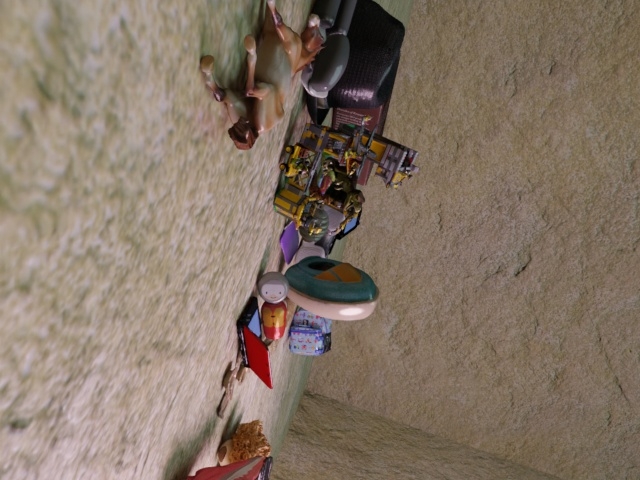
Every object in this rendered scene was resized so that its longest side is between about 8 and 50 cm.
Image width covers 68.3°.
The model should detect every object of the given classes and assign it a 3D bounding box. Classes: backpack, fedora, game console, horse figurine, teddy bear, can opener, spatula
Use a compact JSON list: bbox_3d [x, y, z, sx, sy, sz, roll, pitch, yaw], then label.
[{"bbox_3d":[-0.038,0.325,1.745,0.117,0.158,0.173,-4,98,-64],"label":"backpack"},{"bbox_3d":[0.088,-0.383,0.990,0.334,0.152,0.334,17,90,-83],"label":"fedora"},{"bbox_3d":[-0.120,0.211,0.979,0.124,0.085,0.144,-65,161,-48],"label":"game console"},{"bbox_3d":[-0.065,-0.208,0.567,0.174,0.066,0.263,74,30,-67],"label":"horse figurine"},{"bbox_3d":[-0.216,0.579,1.207,0.245,0.113,0.338,-62,177,-24],"label":"teddy bear"},{"bbox_3d":[0.032,-0.376,0.802,0.074,0.093,0.281,19,83,-53],"label":"can opener"},{"bbox_3d":[0.083,-0.060,1.809,0.361,0.044,0.213,-35,152,-56],"label":"game console"},{"bbox_3d":[-0.064,-0.063,1.065,0.297,0.030,0.084,98,14,-50],"label":"spatula"}]

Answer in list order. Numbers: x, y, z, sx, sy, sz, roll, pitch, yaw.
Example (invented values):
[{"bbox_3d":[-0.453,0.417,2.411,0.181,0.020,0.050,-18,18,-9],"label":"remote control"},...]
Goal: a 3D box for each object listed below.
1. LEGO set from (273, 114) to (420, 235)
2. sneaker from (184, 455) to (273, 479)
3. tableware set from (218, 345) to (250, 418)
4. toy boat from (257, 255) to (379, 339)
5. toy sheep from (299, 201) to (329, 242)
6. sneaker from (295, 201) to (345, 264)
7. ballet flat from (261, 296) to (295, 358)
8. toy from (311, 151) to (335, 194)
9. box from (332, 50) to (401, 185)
[{"bbox_3d":[0.075,-0.120,0.989,0.331,0.192,0.255,-3,120,-65],"label":"LEGO set"},{"bbox_3d":[-0.187,0.472,0.916,0.314,0.136,0.116,55,46,-71],"label":"sneaker"},{"bbox_3d":[-0.184,0.299,1.035,0.169,0.020,0.141,-64,169,-50],"label":"tableware set"},{"bbox_3d":[-0.015,0.112,1.103,0.318,0.267,0.148,-18,115,-46],"label":"toy boat"},{"bbox_3d":[-0.017,-0.049,1.262,0.091,0.091,0.132,-63,173,-56],"label":"toy sheep"},{"bbox_3d":[0.000,0.000,1.473,0.153,0.101,0.269,91,23,-69],"label":"sneaker"},{"bbox_3d":[-0.115,0.198,1.161,0.067,0.073,0.206,76,25,-49],"label":"ballet flat"},{"bbox_3d":[0.016,-0.176,1.330,0.237,0.056,0.137,96,14,-58],"label":"toy"},{"bbox_3d":[0.118,-0.355,1.380,0.381,0.143,0.191,99,11,-59],"label":"box"}]
